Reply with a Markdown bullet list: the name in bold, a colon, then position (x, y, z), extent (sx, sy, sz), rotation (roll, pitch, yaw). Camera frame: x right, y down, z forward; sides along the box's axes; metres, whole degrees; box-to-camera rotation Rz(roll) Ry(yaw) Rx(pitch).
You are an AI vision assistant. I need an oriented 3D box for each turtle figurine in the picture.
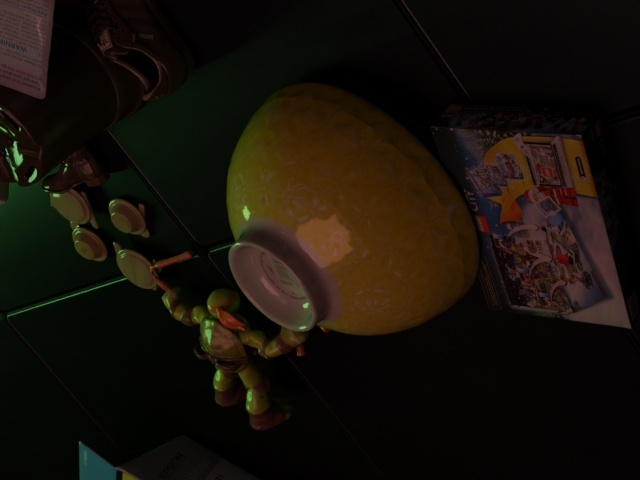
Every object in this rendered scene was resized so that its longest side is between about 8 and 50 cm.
- **turtle figurine**: position (-0.095, 0.135, 1.815), extent (0.269, 0.087, 0.217), rotation (14, 137, 29)

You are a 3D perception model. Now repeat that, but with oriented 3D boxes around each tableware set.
- **tableware set**: position (-0.269, -0.009, 1.869), extent (0.169, 0.020, 0.141), rotation (20, 139, 24)

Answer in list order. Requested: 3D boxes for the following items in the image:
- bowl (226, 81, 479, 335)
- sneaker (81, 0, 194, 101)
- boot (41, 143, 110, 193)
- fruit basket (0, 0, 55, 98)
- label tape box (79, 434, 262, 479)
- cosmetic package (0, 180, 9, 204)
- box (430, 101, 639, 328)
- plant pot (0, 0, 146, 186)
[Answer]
- **bowl**: position (0.000, 0.000, 1.503), extent (0.289, 0.156, 0.289), rotation (32, 147, 24)
- **sneaker**: position (-0.209, -0.229, 1.544), extent (0.188, 0.071, 0.066), rotation (48, 142, -13)
- **boot**: position (-0.318, -0.113, 1.785), extent (0.106, 0.037, 0.114), rotation (-9, 127, 29)
- **fruit basket**: position (-0.397, -0.332, 1.439), extent (0.327, 0.165, 0.353), rotation (18, 136, 4)
- **label tape box**: position (-0.181, 0.410, 2.157), extent (0.348, 0.115, 0.249), rotation (29, 142, 17)
- **cosmetic package**: position (-0.526, -0.108, 1.800), extent (0.224, 0.138, 0.225), rotation (14, 159, -38)
- **box**: position (0.212, -0.024, 1.428), extent (0.159, 0.044, 0.233), rotation (7, 133, 36)
- **plant pot**: position (-0.306, -0.156, 1.626), extent (0.167, 0.165, 0.167), rotation (24, 141, 21)
